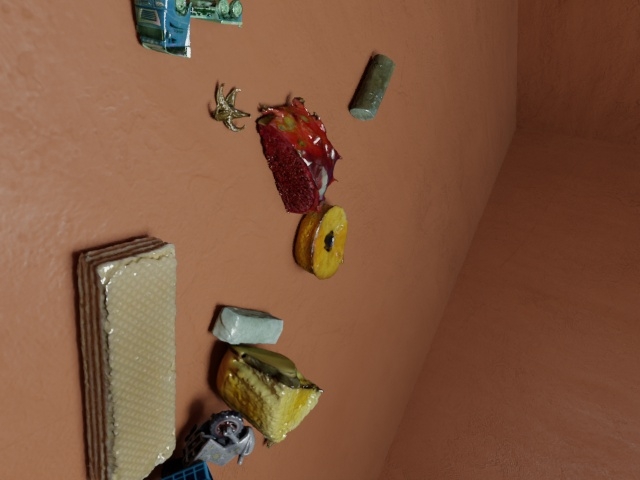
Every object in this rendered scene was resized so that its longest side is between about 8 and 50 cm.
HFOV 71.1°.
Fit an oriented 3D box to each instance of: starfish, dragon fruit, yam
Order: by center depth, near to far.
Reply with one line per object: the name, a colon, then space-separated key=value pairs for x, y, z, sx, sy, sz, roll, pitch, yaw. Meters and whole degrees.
starfish: x=-0.158 y=-0.229 z=0.777 sx=0.078 sy=0.028 sz=0.091 roll=-58 pitch=146 yaw=-34
dragon fruit: x=-0.016 y=-0.182 z=0.944 sx=0.161 sy=0.126 sz=0.274 roll=-53 pitch=146 yaw=-30
yam: x=0.135 y=-0.390 z=1.151 sx=0.169 sy=0.068 sz=0.068 roll=-65 pitch=150 yaw=-10

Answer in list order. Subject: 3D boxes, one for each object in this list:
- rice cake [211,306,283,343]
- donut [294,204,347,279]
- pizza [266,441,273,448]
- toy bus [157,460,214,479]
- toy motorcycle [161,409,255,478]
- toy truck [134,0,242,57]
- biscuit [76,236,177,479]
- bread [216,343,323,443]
rice cake: x=-0.154 y=0.188 z=0.977 sx=0.206 sy=0.063 sz=0.069 roll=30 pitch=81 yaw=-60
donut: x=0.000 y=0.000 z=1.128 sx=0.174 sy=0.075 sz=0.190 roll=-14 pitch=113 yaw=-55
pizza: x=-0.129 y=0.526 z=1.243 sx=0.083 sy=0.025 sz=0.078 roll=-43 pitch=145 yaw=-52
toy bus: x=-0.284 y=0.497 z=0.824 sx=0.185 sy=0.106 sz=0.090 roll=-16 pitch=127 yaw=-16
toy motorcycle: x=-0.220 y=0.429 z=0.914 sx=0.215 sy=0.080 sz=0.122 roll=-46 pitch=119 yaw=10
toy truck: x=-0.184 y=-0.315 z=0.655 sx=0.175 sy=0.067 sz=0.081 roll=-35 pitch=140 yaw=-52
biscuit: x=-0.301 y=0.209 z=0.722 sx=0.144 sy=0.079 sz=0.425 roll=-21 pitch=124 yaw=-55
bread: x=-0.126 y=0.317 z=0.972 sx=0.162 sy=0.204 sz=0.262 roll=-54 pitch=153 yaw=-11
